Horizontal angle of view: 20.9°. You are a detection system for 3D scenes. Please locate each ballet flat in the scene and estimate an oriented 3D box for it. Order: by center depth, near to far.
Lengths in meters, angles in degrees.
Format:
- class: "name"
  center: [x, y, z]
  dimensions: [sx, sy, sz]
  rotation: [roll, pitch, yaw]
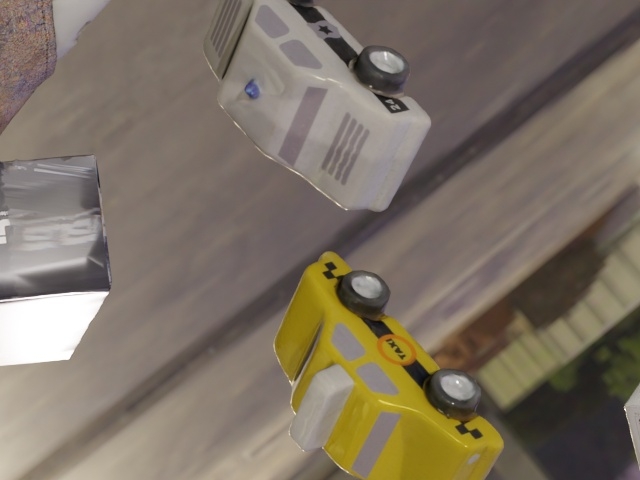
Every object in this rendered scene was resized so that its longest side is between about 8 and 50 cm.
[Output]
- class: "ballet flat"
  center: [-0.165, -0.181, 0.991]
  dimensions: [0.106, 0.107, 0.316]
  rotation: [-10, 135, -22]

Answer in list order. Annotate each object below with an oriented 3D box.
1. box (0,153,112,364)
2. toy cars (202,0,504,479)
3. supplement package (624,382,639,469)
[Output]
- class: "box"
  center: [-0.318, 0.034, 1.176]
  dimensions: [0.318, 0.097, 0.395]
  rotation: [-7, 172, -14]
- class: "toy cars"
  center: [0.000, 0.000, 1.120]
  dimensions: [0.087, 0.394, 0.176]
  rotation: [-16, -176, -41]
- class: "supplement package"
  center: [0.345, 0.190, 1.361]
  dimensions: [0.133, 0.244, 0.139]
  rotation: [5, -144, 36]
